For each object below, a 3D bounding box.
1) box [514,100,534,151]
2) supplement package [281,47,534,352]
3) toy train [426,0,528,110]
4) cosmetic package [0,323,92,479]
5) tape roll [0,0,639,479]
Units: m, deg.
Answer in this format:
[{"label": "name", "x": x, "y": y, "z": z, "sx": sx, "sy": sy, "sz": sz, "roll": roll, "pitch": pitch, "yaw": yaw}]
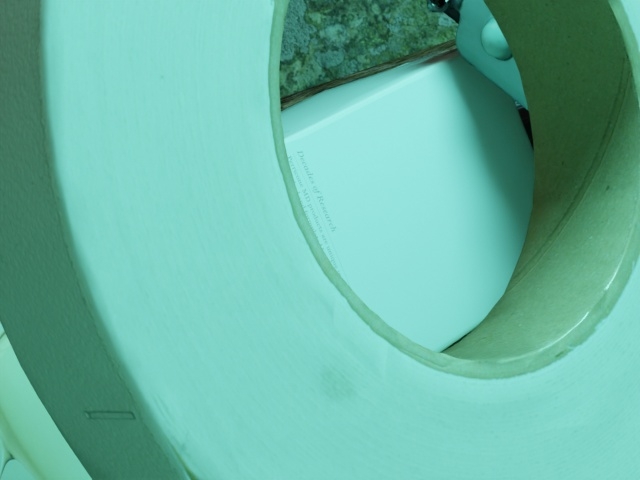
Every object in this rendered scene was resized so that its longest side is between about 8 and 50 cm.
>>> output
[{"label": "box", "x": 0.186, "y": -0.065, "z": 1.294, "sx": 0.207, "sy": 0.108, "sz": 0.153, "roll": -28, "pitch": 11, "yaw": -30}, {"label": "supplement package", "x": 0.003, "y": 0.001, "z": 1.113, "sx": 0.177, "sy": 0.175, "sz": 0.293, "roll": -13, "pitch": 12, "yaw": 46}, {"label": "toy train", "x": 0.214, "y": -0.119, "z": 1.055, "sx": 0.190, "sy": 0.142, "sz": 0.334, "roll": -20, "pitch": 51, "yaw": -35}, {"label": "cosmetic package", "x": -0.167, "y": 0.121, "z": 0.874, "sx": 0.113, "sy": 0.160, "sz": 0.309, "roll": -19, "pitch": 11, "yaw": 9}, {"label": "tape roll", "x": 0.042, "y": -0.045, "z": 0.661, "sx": 0.392, "sy": 0.392, "sz": 0.072, "roll": -29, "pitch": 12, "yaw": -37}]
